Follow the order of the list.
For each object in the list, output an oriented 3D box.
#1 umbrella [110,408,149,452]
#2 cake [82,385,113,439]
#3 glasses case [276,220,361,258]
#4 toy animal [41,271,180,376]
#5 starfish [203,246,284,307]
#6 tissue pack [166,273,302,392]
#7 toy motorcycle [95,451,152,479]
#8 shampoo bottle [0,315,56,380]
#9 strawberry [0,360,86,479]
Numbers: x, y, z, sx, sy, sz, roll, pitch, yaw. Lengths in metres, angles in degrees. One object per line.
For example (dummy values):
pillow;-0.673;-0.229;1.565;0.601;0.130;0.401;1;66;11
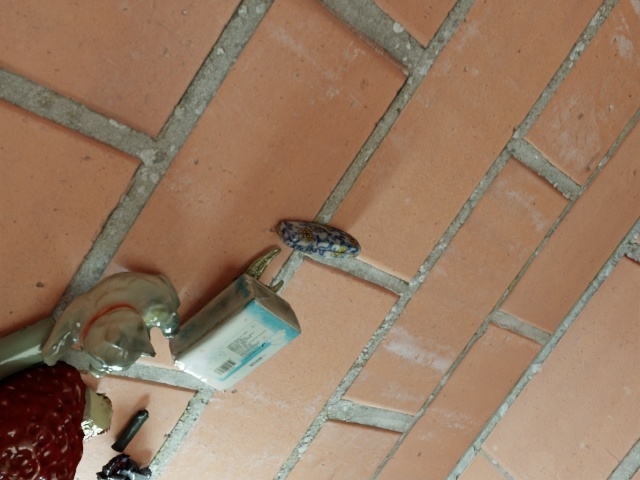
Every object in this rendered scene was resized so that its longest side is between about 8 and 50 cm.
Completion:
umbrella;-0.483;0.484;1.845;0.133;0.031;0.036;-53;161;2
cake;-0.597;0.412;1.701;0.221;0.116;0.086;-19;136;17
glasses case;0.000;0.000;1.844;0.248;0.087;0.065;10;125;-43
toy animal;-0.387;0.183;1.564;0.308;0.188;0.266;36;59;-44
starfish;-0.174;0.127;1.827;0.247;0.050;0.138;-38;137;-7
tissue pack;-0.209;0.228;1.768;0.271;0.124;0.201;-39;129;12
toy motorcycle;-0.517;0.614;1.871;0.122;0.080;0.215;-45;151;-14
shampoo bottle;-0.665;0.247;1.498;0.262;0.085;0.085;-25;132;-23
strawberry;-0.601;0.400;1.489;0.345;0.295;0.317;-49;161;-58
